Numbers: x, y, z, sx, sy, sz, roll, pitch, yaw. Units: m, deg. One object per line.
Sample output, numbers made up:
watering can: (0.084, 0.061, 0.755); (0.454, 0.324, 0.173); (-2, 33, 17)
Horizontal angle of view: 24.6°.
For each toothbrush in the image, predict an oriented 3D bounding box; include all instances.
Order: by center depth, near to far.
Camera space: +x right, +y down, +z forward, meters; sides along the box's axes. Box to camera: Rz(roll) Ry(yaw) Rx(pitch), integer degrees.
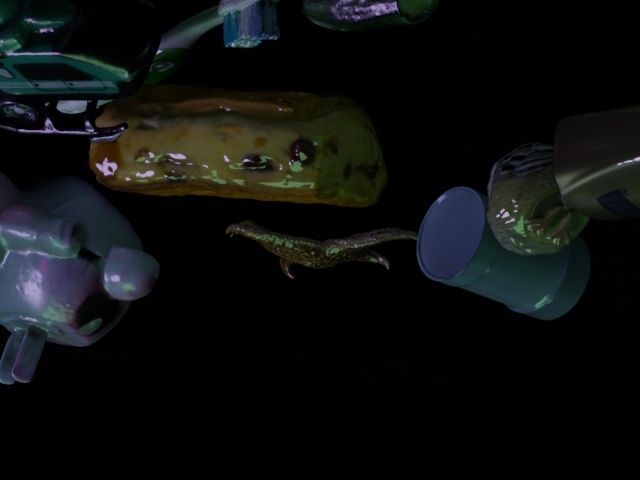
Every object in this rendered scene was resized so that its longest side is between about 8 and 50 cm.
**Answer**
toothbrush: (-0.137, -0.149, 1.205); (0.042, 0.040, 0.418); (-2, 177, -30)

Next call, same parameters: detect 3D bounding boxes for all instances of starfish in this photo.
starfish: (-0.001, 0.008, 1.687); (0.238, 0.057, 0.213); (1, 171, 35)

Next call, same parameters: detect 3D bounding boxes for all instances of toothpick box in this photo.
toothpick box: (0.186, 0.014, 1.488); (0.153, 0.101, 0.101); (21, 162, -34)

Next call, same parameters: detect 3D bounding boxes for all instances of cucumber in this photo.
cucumber: (0.031, -0.165, 0.992); (0.105, 0.048, 0.048); (0, 163, 44)

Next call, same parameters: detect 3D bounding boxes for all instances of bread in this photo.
bread: (-0.057, -0.082, 1.210); (0.210, 0.099, 0.235); (3, -179, 18)

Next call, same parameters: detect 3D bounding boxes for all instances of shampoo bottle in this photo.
shampoo bottle: (0.340, -0.071, 1.080); (0.125, 0.084, 0.350); (18, 163, -40)

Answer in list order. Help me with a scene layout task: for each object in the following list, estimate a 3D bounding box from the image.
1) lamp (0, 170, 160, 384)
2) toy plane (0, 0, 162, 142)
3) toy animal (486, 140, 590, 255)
lamp: (-0.346, 0.023, 1.613); (0.301, 0.247, 0.247); (26, 157, -27)
toy plane: (-0.262, -0.161, 1.108); (0.381, 0.106, 0.155); (5, 156, 23)
toy animal: (0.200, -0.053, 1.287); (0.098, 0.137, 0.098); (32, -162, -11)
